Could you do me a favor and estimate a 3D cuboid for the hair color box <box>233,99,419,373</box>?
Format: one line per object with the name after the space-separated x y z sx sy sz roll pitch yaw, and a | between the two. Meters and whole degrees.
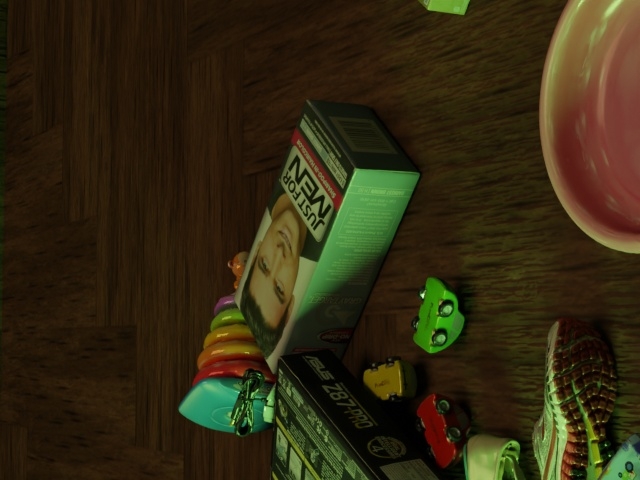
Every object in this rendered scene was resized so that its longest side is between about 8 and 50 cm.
0.000 0.000 1.969 0.185 0.113 0.375 58 136 45 | hair color box

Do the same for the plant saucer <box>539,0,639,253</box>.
0.359 -0.151 1.371 0.332 0.084 0.332 -10 79 61 | plant saucer

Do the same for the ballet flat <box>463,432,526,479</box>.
0.219 0.354 1.591 0.086 0.086 0.249 -25 65 58 | ballet flat

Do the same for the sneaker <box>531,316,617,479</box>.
0.273 0.199 1.491 0.092 0.088 0.225 -5 83 62 | sneaker

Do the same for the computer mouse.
-0.051 0.242 1.976 0.042 0.193 0.106 25 103 41 | computer mouse

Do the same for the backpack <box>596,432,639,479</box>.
0.360 0.287 1.302 0.158 0.116 0.173 -63 40 38 | backpack

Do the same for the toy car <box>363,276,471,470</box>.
0.149 0.157 1.752 0.239 0.053 0.225 37 119 55 | toy car

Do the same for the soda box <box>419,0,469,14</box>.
0.182 -0.391 1.727 0.058 0.061 0.181 56 135 47 | soda box

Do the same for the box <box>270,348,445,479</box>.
0.045 0.381 1.824 0.395 0.097 0.318 43 134 54 | box

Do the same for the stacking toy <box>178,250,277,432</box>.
-0.123 0.149 2.173 0.166 0.175 0.302 130 148 -55 | stacking toy
